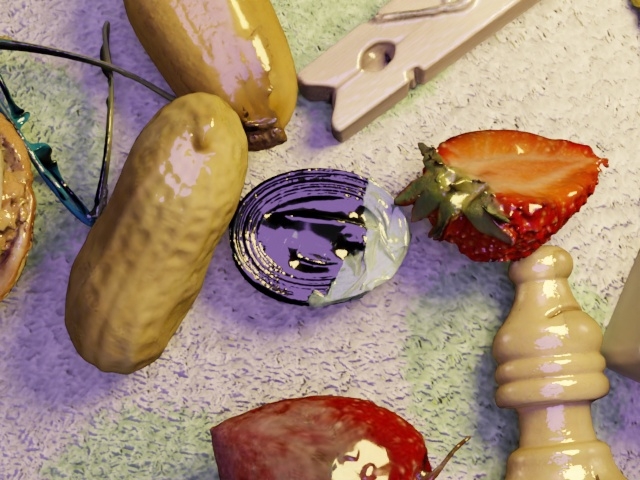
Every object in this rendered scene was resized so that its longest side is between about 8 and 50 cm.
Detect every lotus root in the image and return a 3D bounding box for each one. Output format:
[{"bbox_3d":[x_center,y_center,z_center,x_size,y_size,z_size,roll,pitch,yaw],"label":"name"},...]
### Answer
[{"bbox_3d":[-0.121,-0.231,1.168,0.146,0.131,0.303,-30,89,-1],"label":"lotus root"}]

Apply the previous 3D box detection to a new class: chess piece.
[{"bbox_3d":[0.244,0.158,1.155,0.139,0.124,0.307,-11,78,29],"label":"chess piece"}]

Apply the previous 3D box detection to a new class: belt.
[{"bbox_3d":[0.000,0.000,1.172,0.199,0.078,0.151,-1,81,-5],"label":"belt"}]

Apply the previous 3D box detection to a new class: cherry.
[{"bbox_3d":[0.001,0.244,1.093,0.250,0.175,0.192,23,73,1],"label":"cherry"}]

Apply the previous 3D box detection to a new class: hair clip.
[{"bbox_3d":[0.128,-0.241,1.207,0.331,0.085,0.101,-38,84,0],"label":"hair clip"}]

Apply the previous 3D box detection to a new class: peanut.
[{"bbox_3d":[-0.171,-0.008,1.114,0.148,0.147,0.318,25,106,0],"label":"peanut"}]

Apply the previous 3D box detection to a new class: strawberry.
[{"bbox_3d":[0.202,-0.056,1.179,0.174,0.098,0.228,33,40,27],"label":"strawberry"}]

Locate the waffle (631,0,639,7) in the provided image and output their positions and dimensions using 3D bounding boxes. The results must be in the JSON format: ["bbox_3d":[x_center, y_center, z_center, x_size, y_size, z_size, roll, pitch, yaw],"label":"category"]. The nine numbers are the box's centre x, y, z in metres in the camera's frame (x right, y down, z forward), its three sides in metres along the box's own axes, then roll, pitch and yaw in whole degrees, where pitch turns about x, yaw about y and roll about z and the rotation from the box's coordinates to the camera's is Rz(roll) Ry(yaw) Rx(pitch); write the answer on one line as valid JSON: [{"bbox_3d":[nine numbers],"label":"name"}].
[{"bbox_3d":[0.517,-0.294,1.247,0.312,0.060,0.307,3,85,-3],"label":"waffle"}]

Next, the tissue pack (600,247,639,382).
[{"bbox_3d":[0.453,0.109,1.153,0.246,0.136,0.159,25,82,0],"label":"tissue pack"}]

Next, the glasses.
[{"bbox_3d":[-0.263,-0.141,1.187,0.207,0.102,0.239,-28,85,-36],"label":"glasses"}]

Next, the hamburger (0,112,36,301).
[{"bbox_3d":[-0.413,-0.028,1.094,0.286,0.146,0.243,-43,65,22],"label":"hamburger"}]
